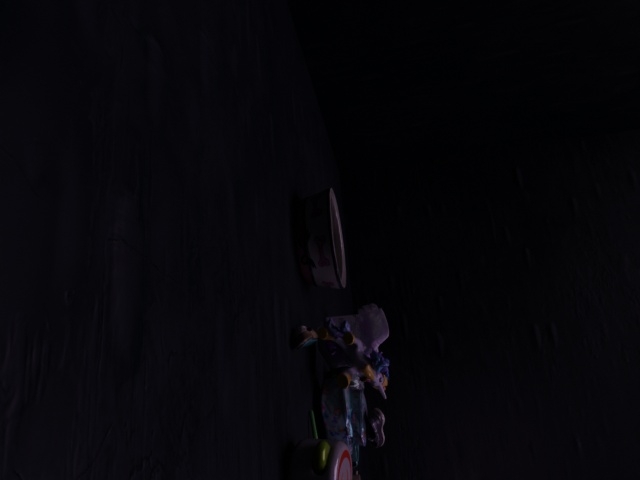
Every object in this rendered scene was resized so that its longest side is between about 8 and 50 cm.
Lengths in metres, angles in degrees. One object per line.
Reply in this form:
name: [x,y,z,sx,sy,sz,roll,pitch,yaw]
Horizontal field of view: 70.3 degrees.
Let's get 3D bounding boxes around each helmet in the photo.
helmet: [0.107,0.626,1.964,0.169,0.162,0.169,-7,90,-82]

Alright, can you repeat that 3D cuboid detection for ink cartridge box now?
ink cartridge box: [0.149,0.448,2.153,0.100,0.238,0.171,73,13,-53]

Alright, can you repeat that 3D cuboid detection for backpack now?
backpack: [0.080,0.649,1.716,0.225,0.191,0.253,-71,147,-71]

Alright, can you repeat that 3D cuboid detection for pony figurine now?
pony figurine: [0.123,0.406,1.677,0.363,0.303,0.350,42,18,-56]

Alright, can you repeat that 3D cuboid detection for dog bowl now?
dog bowl: [0.000,0.000,1.812,0.408,0.151,0.407,-8,90,-82]

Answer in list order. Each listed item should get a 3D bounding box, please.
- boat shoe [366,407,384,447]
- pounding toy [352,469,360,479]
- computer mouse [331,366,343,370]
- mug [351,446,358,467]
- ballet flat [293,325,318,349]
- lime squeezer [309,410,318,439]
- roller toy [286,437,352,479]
boat shoe: [0.193,0.706,1.685,0.075,0.065,0.205,37,-41,43]
pounding toy: [0.127,1.098,1.980,0.181,0.094,0.205,-96,-177,-46]
computer mouse: [0.057,0.558,2.111,0.041,0.071,0.242,39,-15,33]
mug: [0.112,0.910,1.983,0.129,0.098,0.157,66,19,-66]
ballet flat: [-0.058,0.312,1.476,0.067,0.073,0.206,57,-1,13]
lime squeezer: [-0.002,0.724,1.481,0.110,0.059,0.309,9,74,-82]
roller toy: [-0.005,0.632,1.202,0.191,0.147,0.209,39,50,-66]
